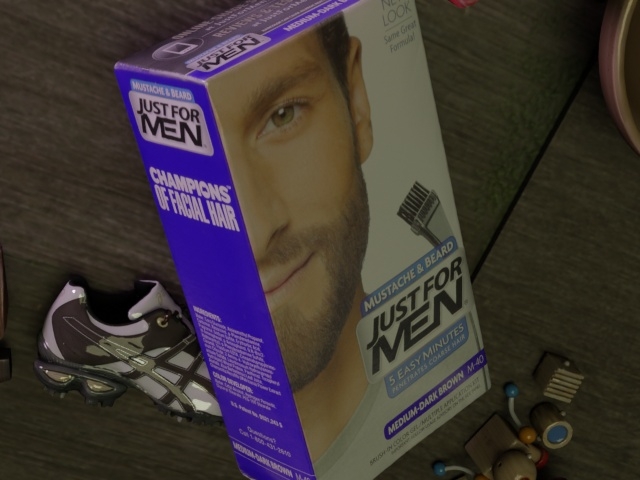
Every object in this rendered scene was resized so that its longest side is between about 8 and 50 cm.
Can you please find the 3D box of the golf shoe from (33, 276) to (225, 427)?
[{"bbox_3d":[-0.110,0.080,1.019,0.198,0.077,0.094,10,110,-21],"label":"golf shoe"}]

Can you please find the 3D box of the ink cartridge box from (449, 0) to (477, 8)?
[{"bbox_3d":[-0.007,-0.298,0.793,0.131,0.226,0.306,-45,118,7],"label":"ink cartridge box"}]

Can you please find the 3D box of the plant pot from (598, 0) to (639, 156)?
[{"bbox_3d":[0.302,-0.159,1.006,0.237,0.110,0.237,-6,114,-13],"label":"plant pot"}]

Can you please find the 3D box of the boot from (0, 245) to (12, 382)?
[{"bbox_3d":[-0.270,0.062,0.988,0.087,0.042,0.118,-1,107,-7],"label":"boot"}]

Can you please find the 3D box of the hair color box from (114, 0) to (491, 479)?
[{"bbox_3d":[0.000,0.000,0.959,0.185,0.110,0.338,-33,121,-32],"label":"hair color box"}]

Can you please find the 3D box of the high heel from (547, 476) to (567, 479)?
[{"bbox_3d":[0.178,0.395,1.169,0.127,0.181,0.377,-1,119,-34],"label":"high heel"}]

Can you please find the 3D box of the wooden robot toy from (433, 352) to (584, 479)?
[{"bbox_3d":[0.169,0.183,1.139,0.076,0.079,0.173,36,101,-26],"label":"wooden robot toy"}]
